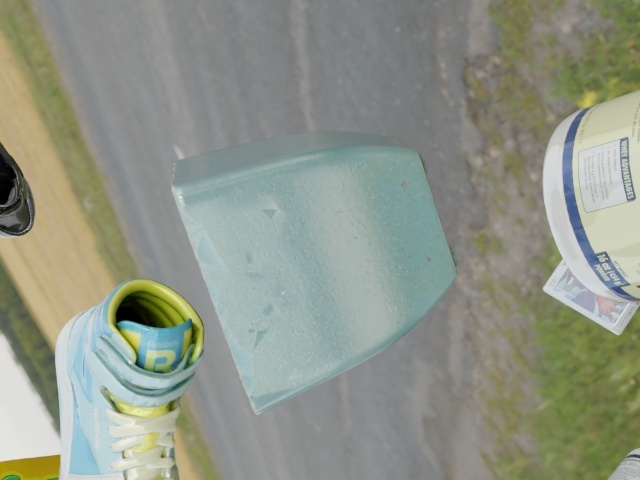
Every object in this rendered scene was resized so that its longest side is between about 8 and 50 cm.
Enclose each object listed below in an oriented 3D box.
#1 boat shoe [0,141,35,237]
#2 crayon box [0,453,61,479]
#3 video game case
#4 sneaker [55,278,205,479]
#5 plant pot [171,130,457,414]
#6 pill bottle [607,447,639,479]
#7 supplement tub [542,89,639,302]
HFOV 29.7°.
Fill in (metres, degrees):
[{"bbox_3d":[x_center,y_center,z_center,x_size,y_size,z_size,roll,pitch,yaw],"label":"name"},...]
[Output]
[{"bbox_3d":[-0.358,-0.065,1.316,0.076,0.080,0.228,43,159,32],"label":"boat shoe"},{"bbox_3d":[-0.283,0.402,1.355,0.363,0.106,0.313,7,-117,-58],"label":"crayon box"},{"bbox_3d":[0.438,0.031,1.815,0.023,0.183,0.201,32,-178,-25],"label":"video game case"},{"bbox_3d":[-0.182,0.187,1.208,0.208,0.127,0.319,-43,57,51],"label":"sneaker"},{"bbox_3d":[0.000,0.000,1.297,0.248,0.252,0.247,-122,12,-78],"label":"plant pot"},{"bbox_3d":[0.414,0.334,1.540,0.108,0.193,0.108,37,153,22],"label":"pill bottle"},{"bbox_3d":[0.434,-0.071,1.311,0.325,0.235,0.235,-17,106,42],"label":"supplement tub"}]
